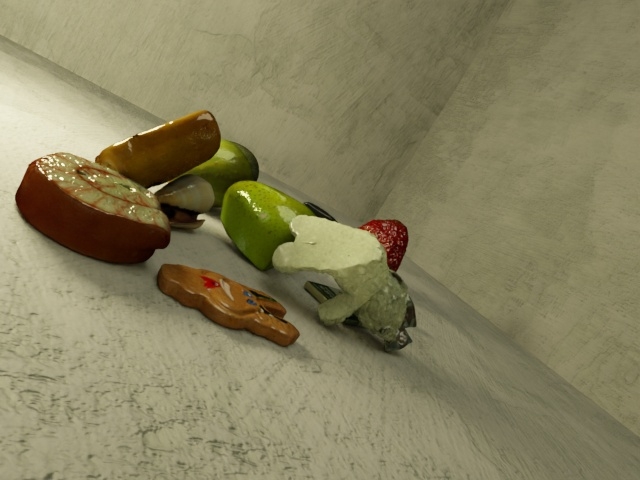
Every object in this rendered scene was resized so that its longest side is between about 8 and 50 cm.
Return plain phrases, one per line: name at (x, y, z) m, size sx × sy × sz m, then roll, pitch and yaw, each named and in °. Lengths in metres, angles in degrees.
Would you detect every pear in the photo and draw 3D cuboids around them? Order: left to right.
pear at (-0.182, -0.073, 1.625) m, size 0.318 × 0.238 × 0.342 m, roll 41°, pitch 11°, yaw 7°

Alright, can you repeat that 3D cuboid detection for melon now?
melon at (-0.409, -0.326, 2.184) m, size 0.237 × 0.237 × 0.301 m, roll 35°, pitch 10°, yaw 23°

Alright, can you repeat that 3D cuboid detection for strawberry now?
strawberry at (0.273, 0.029, 2.316) m, size 0.292 × 0.310 × 0.292 m, roll 35°, pitch 9°, yaw -7°

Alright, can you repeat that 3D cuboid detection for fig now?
fig at (-0.407, -0.240, 1.776) m, size 0.258 × 0.258 × 0.326 m, roll 37°, pitch 29°, yaw 30°

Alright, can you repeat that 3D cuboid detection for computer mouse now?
computer mouse at (-0.017, -0.103, 2.579) m, size 0.269 × 0.137 × 0.086 m, roll 31°, pitch 16°, yaw -9°

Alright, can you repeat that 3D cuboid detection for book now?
book at (0.089, 0.216, 1.594) m, size 0.264 × 0.027 × 0.202 m, roll 20°, pitch 16°, yaw -49°

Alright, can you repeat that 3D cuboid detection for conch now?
conch at (-0.417, -0.113, 1.407) m, size 0.127 × 0.158 × 0.255 m, roll 13°, pitch 12°, yaw 27°

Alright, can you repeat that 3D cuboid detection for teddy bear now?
teddy bear at (0.086, 0.141, 1.445) m, size 0.375 × 0.327 × 0.362 m, roll 8°, pitch -43°, yaw 21°

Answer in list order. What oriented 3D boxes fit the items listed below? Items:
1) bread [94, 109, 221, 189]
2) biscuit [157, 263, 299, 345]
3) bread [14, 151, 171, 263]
bread at (-0.438, -0.234, 1.355) m, size 0.328 × 0.337 × 0.148 m, roll 8°, pitch -56°, yaw 60°
biscuit at (-0.197, 0.131, 1.079) m, size 0.334 × 0.047 × 0.202 m, roll 26°, pitch 11°, yaw -28°
bread at (-0.483, -0.079, 1.057) m, size 0.295 × 0.114 × 0.327 m, roll 24°, pitch 12°, yaw -30°
